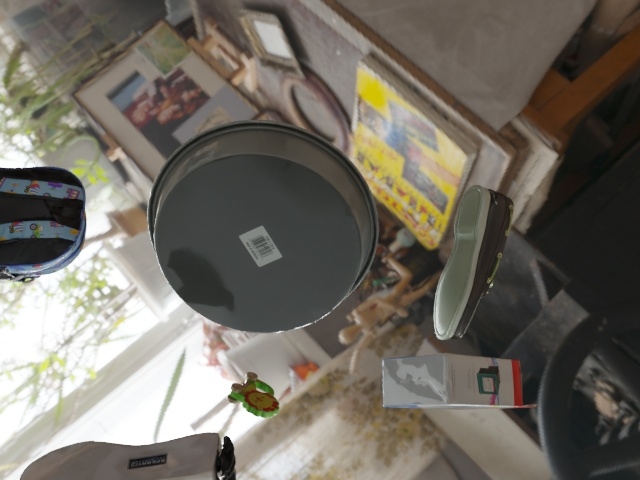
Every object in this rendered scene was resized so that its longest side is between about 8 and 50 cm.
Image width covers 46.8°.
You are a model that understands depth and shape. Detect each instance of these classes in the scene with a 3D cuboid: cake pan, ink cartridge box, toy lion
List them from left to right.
[{"bbox_3d":[-0.115,0.288,1.357,0.096,0.034,0.100,24,-162,15],"label":"toy lion"},{"bbox_3d":[-0.074,-0.002,0.914,0.293,0.293,0.054,59,-163,-24],"label":"cake pan"},{"bbox_3d":[0.225,0.228,1.175,0.231,0.078,0.134,12,161,-40],"label":"ink cartridge box"}]

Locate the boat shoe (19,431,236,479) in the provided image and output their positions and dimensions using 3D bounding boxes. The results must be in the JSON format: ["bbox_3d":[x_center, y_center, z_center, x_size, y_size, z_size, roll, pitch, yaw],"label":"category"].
[{"bbox_3d":[-0.292,0.408,1.172,0.127,0.340,0.158,-86,-12,-60],"label":"boat shoe"}]

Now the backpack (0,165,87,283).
[{"bbox_3d":[-0.393,-0.021,1.000,0.117,0.173,0.158,81,-172,-67],"label":"backpack"}]

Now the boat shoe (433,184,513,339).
[{"bbox_3d":[0.224,0.038,1.067,0.068,0.228,0.081,14,-179,-22],"label":"boat shoe"}]
